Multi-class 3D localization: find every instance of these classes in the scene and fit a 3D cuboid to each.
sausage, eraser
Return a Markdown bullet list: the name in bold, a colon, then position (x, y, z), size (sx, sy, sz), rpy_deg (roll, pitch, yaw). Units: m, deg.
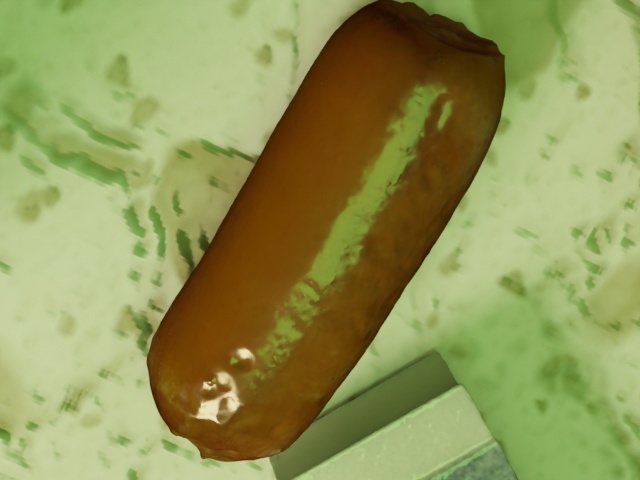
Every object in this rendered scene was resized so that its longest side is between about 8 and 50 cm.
- **sausage**: position (0.000, 0.000, 0.747), size (0.076, 0.076, 0.197), rpy_deg (28, 101, -18)
- **eraser**: position (0.066, 0.156, 0.828), size (0.092, 0.046, 0.212), rpy_deg (-29, 111, 0)
